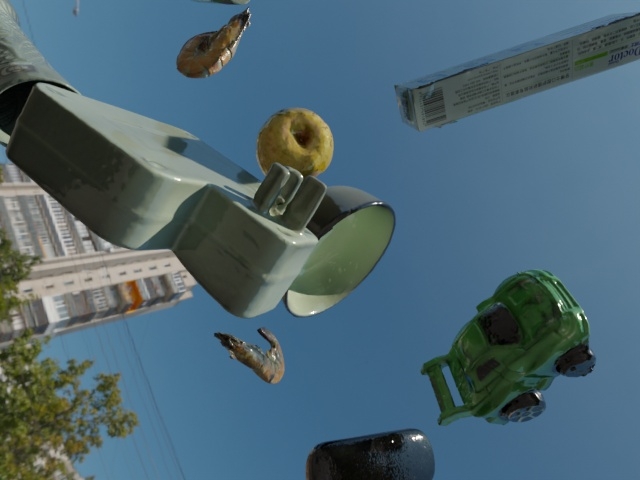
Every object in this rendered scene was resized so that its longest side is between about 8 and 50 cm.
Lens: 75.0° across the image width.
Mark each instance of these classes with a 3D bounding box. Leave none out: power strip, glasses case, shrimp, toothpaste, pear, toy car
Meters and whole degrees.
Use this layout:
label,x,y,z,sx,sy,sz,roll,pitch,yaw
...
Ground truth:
label,x,y,z,sx,sy,sz,roll,pitch,yaw
power strip,-0.121,-0.058,0.426,0.261,0.229,0.141,36,-78,14
glasses case,0.116,0.480,0.891,0.082,0.321,0.122,-42,-131,49
shrimp,-0.203,0.319,1.274,0.058,0.296,0.169,-28,-145,21
toothpaste,0.282,-0.242,0.596,0.336,0.081,0.067,-18,-63,0
shrimp,-0.323,-0.606,1.270,0.164,0.062,0.317,26,-111,14
pear,-0.059,-0.195,0.896,0.178,0.178,0.178,7,-78,38
toy car,0.367,0.228,0.854,0.213,0.176,0.359,-98,-160,-49

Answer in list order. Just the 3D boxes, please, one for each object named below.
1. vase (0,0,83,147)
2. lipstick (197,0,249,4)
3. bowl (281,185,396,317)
label,x,y,z,sx,sy,sz,roll,pitch,yaw
vase,-0.356,-0.203,0.476,0.219,0.096,0.096,50,-56,22
lipstick,-0.256,-0.610,1.001,0.304,0.076,0.076,39,-59,47
bowl,0.000,0.000,1.030,0.185,0.354,0.354,43,-58,28
